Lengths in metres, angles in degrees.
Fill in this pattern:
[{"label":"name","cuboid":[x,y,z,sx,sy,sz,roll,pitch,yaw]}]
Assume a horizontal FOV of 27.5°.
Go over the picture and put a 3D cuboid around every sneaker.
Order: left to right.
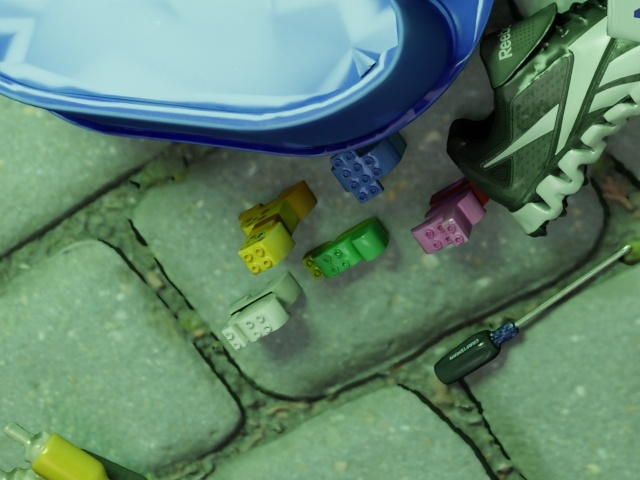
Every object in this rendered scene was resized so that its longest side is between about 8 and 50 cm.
[{"label":"sneaker","cuboid":[0.156,-0.112,0.801,0.106,0.078,0.234,31,121,-6]}]

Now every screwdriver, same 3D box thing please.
[{"label":"screwdriver","cuboid":[0.148,0.053,0.916,0.170,0.025,0.024,-36,103,27]}]

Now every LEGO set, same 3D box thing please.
[{"label":"LEGO set","cuboid":[0.000,0.000,0.886,0.227,0.093,0.087,-30,106,25]}]

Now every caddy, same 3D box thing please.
[{"label":"caddy","cuboid":[-0.067,-0.175,0.772,0.341,0.179,0.241,8,95,10]}]

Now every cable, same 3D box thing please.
[{"label":"cable","cuboid":[-0.137,0.240,1.052,0.287,0.072,0.139,23,124,1]}]

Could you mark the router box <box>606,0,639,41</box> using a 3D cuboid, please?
[{"label":"router box","cuboid":[0.282,-0.225,0.558,0.301,0.082,0.335,14,133,26]}]
